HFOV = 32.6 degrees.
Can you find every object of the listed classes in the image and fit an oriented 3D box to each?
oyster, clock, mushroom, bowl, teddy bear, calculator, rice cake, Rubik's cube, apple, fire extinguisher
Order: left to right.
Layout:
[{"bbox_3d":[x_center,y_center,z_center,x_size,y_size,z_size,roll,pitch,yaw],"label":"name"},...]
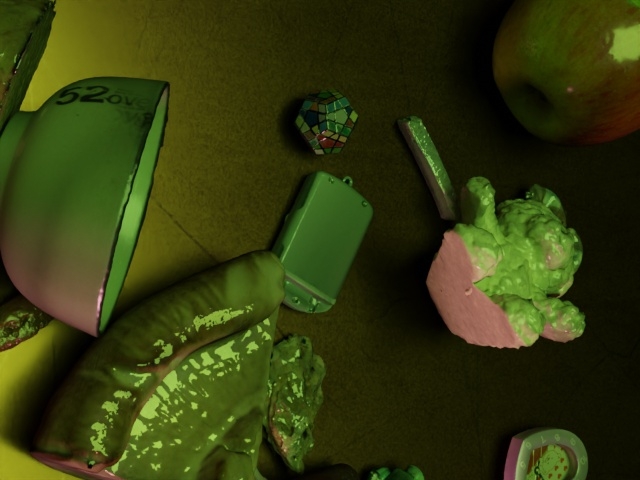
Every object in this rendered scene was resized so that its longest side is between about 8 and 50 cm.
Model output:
[{"bbox_3d":[-0.331,-0.065,1.452,0.185,0.354,0.353,16,78,-5],"label":"bowl"},{"bbox_3d":[-0.211,0.178,1.586,0.314,0.224,0.397,21,68,-15],"label":"mushroom"},{"bbox_3d":[-0.040,0.253,1.746,0.133,0.072,0.209,35,68,-29],"label":"oyster"},{"bbox_3d":[-0.035,0.406,1.679,0.268,0.072,0.089,1,109,-58],"label":"fire extinguisher"},{"bbox_3d":[0.000,0.000,1.799,0.141,0.045,0.246,33,71,-26],"label":"calculator"},{"bbox_3d":[0.009,-0.194,1.787,0.093,0.111,0.111,-37,108,-2],"label":"Rubik's cube"},{"bbox_3d":[0.196,-0.124,1.932,0.034,0.043,0.211,-32,104,-22],"label":"rice cake"},{"bbox_3d":[0.367,0.019,1.878,0.362,0.375,0.327,-29,85,-16],"label":"teddy bear"},{"bbox_3d":[0.397,0.422,2.014,0.198,0.064,0.172,-47,111,-26],"label":"clock"},{"bbox_3d":[0.475,-0.334,1.953,0.340,0.339,0.339,2,86,-32],"label":"apple"}]

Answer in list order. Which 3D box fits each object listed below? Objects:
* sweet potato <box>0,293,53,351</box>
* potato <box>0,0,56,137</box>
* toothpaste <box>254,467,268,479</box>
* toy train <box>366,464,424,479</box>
[{"bbox_3d":[-0.430,0.119,1.515,0.206,0.060,0.068,-38,69,-18],"label":"sweet potato"},{"bbox_3d":[-0.501,-0.222,1.393,0.237,0.289,0.301,22,107,-12],"label":"potato"},{"bbox_3d":[-0.069,0.490,1.717,0.100,0.066,0.323,-22,101,-8],"label":"toothpaste"},{"bbox_3d":[0.096,0.491,1.812,0.248,0.101,0.159,-42,124,-26],"label":"toy train"}]
